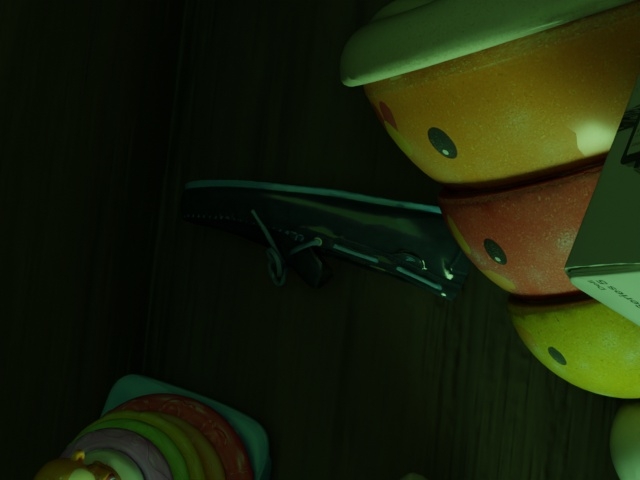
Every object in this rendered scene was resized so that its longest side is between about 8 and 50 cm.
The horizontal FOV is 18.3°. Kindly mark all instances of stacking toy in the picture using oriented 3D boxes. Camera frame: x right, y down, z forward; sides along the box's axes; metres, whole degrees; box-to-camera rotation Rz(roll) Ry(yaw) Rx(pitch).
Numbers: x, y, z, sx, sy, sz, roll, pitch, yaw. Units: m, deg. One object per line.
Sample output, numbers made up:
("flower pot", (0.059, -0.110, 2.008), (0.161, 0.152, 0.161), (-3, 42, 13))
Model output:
("stacking toy", (-0.162, 0.202, 1.609), (0.165, 0.302, 0.175), (20, 88, 15))
("stacking toy", (0.242, 0.002, 1.566), (0.350, 0.350, 0.480), (-17, 95, 11))

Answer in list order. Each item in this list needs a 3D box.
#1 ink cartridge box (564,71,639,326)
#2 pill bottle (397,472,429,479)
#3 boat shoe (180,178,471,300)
("ink cartridge box", (0.311, -0.056, 1.350), (0.198, 0.114, 0.273), (30, 74, -25))
("pill bottle", (-0.019, 0.380, 1.593), (0.392, 0.224, 0.224), (-40, 76, 7))
("boat shoe", (0.000, 0.000, 1.696), (0.258, 0.109, 0.089), (8, 89, 17))
